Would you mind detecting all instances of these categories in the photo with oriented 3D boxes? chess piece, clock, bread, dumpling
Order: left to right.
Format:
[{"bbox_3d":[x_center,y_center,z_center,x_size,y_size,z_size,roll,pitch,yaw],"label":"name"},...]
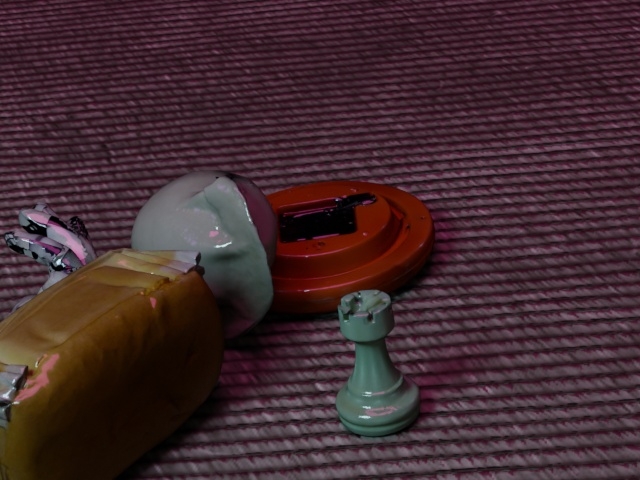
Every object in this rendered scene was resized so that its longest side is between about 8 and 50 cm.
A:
[{"bbox_3d":[-0.175,0.108,1.518,0.107,0.136,0.241,13,34,36],"label":"bread"},{"bbox_3d":[-0.098,0.013,1.676,0.176,0.150,0.092,-15,-17,37],"label":"dumpling"},{"bbox_3d":[0.000,0.000,1.761,0.205,0.051,0.205,-8,28,4],"label":"clock"},{"bbox_3d":[0.040,0.091,1.520,0.067,0.103,0.067,-6,28,3],"label":"chess piece"}]

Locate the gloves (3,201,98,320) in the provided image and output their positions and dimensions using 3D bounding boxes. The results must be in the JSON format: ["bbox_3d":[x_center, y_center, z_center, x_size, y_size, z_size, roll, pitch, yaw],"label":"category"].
[{"bbox_3d":[-0.221,0.054,1.660,0.111,0.127,0.212,12,42,13],"label":"gloves"}]
